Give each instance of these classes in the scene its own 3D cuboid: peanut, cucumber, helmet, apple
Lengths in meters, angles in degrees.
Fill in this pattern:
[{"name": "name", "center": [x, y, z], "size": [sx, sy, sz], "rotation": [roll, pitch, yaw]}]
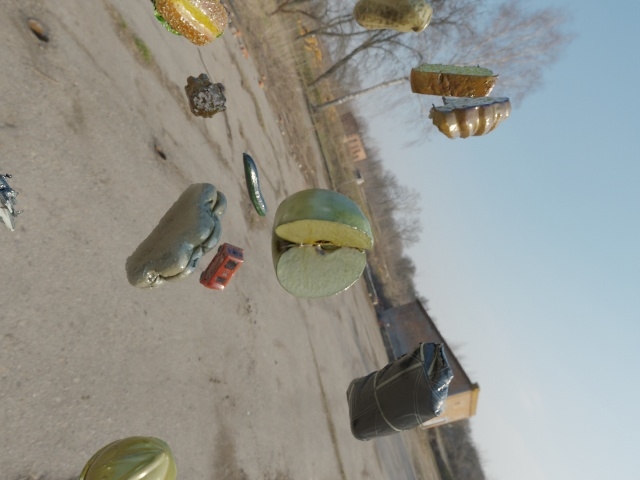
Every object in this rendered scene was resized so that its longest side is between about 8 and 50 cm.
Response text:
[{"name": "peanut", "center": [0.177, -0.572, 0.999], "size": [0.214, 0.099, 0.099], "rotation": [31, -15, 29]}, {"name": "cucumber", "center": [-0.239, -0.191, 1.447], "size": [0.284, 0.056, 0.056], "rotation": [81, -2, -46]}, {"name": "helmet", "center": [-0.481, 0.600, 1.049], "size": [0.257, 0.140, 0.205], "rotation": [0, 51, -46]}, {"name": "apple", "center": [-0.005, -0.006, 1.110], "size": [0.233, 0.258, 0.295], "rotation": [-111, -158, -53]}]

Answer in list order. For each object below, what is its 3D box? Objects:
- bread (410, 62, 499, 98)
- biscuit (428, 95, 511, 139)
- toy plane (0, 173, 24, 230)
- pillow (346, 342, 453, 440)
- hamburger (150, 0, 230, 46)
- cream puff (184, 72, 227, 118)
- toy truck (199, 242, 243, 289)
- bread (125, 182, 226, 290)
[{"name": "bread", "center": [0.299, -0.359, 0.901], "size": [0.103, 0.187, 0.065], "rotation": [-51, 145, -53]}, {"name": "biscuit", "center": [0.238, -0.196, 0.636], "size": [0.183, 0.118, 0.061], "rotation": [-39, 131, -54]}, {"name": "toy plane", "center": [-0.745, -0.104, 0.938], "size": [0.160, 0.082, 0.234], "rotation": [44, -27, 17]}, {"name": "pillow", "center": [0.175, 0.354, 0.929], "size": [0.093, 0.335, 0.161], "rotation": [16, 46, -34]}, {"name": "hamburger", "center": [-0.278, -0.496, 0.868], "size": [0.166, 0.137, 0.087], "rotation": [32, 26, -56]}, {"name": "cream puff", "center": [-0.320, -0.399, 1.106], "size": [0.122, 0.116, 0.094], "rotation": [26, 21, -38]}, {"name": "toy truck", "center": [-0.447, 0.135, 1.803], "size": [0.107, 0.252, 0.114], "rotation": [23, 26, -32]}, {"name": "bread", "center": [-0.366, 0.000, 1.056], "size": [0.183, 0.337, 0.102], "rotation": [28, -13, 44]}]
